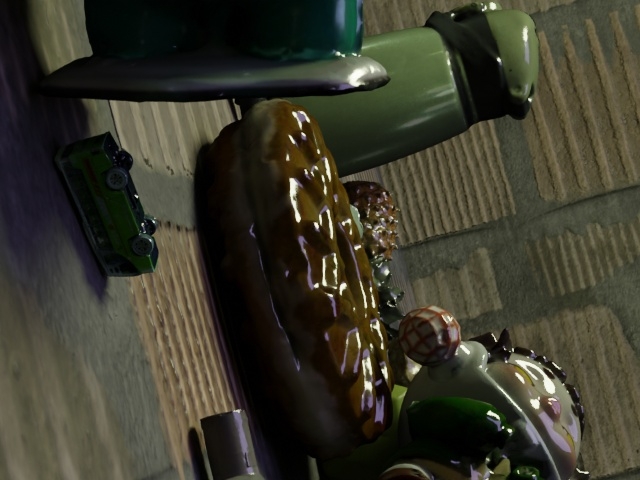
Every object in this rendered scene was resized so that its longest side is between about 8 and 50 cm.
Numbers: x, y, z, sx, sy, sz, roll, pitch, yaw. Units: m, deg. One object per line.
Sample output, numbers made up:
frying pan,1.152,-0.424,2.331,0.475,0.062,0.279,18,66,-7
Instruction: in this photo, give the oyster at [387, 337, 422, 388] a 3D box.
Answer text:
oyster,0.137,0.311,1.688,0.396,0.111,0.204,72,10,-50

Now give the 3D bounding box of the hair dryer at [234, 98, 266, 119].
hair dryer,-0.085,-0.231,1.270,0.070,0.128,0.255,-64,160,-73

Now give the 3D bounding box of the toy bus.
toy bus,-0.119,-0.019,0.713,0.031,0.037,0.083,-92,166,-63

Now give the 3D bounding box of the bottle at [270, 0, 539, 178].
bottle,0.115,-0.193,1.589,0.168,0.347,0.168,-17,90,-84

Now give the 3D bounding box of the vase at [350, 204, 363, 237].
vase,0.000,0.000,1.405,0.149,0.081,0.081,-54,129,-75

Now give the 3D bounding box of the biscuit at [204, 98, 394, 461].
biscuit,-0.015,0.034,1.124,0.332,0.103,0.332,-15,90,-82

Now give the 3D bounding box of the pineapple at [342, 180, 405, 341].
pineapple,0.057,0.040,1.607,0.125,0.125,0.251,67,15,-46

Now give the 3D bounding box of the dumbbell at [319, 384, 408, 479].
dumbbell,0.074,0.228,1.357,0.302,0.121,0.108,55,51,-70

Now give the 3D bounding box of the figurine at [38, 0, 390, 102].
figurine,-0.062,-0.252,0.688,0.231,0.323,0.340,-49,138,-76

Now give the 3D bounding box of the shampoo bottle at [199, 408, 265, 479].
shampoo bottle,-0.046,0.193,0.810,0.080,0.040,0.165,35,42,-76

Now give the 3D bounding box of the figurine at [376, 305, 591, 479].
figurine,0.134,0.194,1.085,0.281,0.167,0.370,56,22,2
